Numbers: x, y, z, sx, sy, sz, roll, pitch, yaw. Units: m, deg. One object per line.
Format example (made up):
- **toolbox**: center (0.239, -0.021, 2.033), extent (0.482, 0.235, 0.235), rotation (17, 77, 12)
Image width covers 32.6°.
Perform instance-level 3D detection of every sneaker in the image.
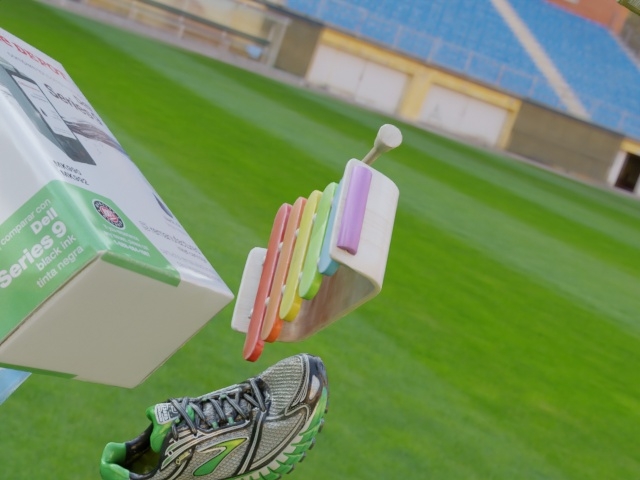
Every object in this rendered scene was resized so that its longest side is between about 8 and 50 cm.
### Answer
- **sneaker**: center (-0.135, 0.251, 1.405), extent (0.146, 0.343, 0.134), rotation (47, 14, -33)

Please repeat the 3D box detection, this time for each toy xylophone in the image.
- **toy xylophone**: center (0.000, 0.000, 1.243), extent (0.081, 0.236, 0.323), rotation (20, -34, -17)

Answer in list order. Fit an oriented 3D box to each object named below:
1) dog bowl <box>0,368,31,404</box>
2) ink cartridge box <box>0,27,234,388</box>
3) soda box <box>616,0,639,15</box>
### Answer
- **dog bowl**: center (-0.274, 0.067, 1.077), extent (0.074, 0.297, 0.166), rotation (44, -31, -6)
- **ink cartridge box**: center (-0.227, -0.039, 0.843), extent (0.289, 0.121, 0.211), rotation (51, 8, 21)
- **soda box**: center (0.229, -0.190, 0.563), extent (0.058, 0.181, 0.061), rotation (29, 38, -9)
